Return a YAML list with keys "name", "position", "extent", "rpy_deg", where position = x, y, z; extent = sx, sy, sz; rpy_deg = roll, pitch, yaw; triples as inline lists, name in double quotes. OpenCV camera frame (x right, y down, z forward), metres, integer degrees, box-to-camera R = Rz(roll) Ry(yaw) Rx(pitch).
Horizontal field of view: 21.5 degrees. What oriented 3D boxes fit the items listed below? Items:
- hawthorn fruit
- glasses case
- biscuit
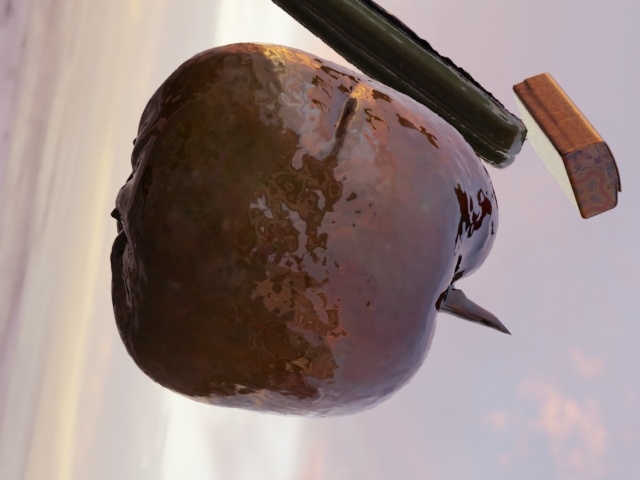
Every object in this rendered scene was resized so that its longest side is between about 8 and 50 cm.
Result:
- name: "hawthorn fruit"
  position: [0.000, 0.000, 1.208]
  extent: [0.268, 0.300, 0.268]
  rpy_deg: [-159, -90, -84]
- name: "glasses case"
  position: [0.251, -0.102, 1.721]
  extent: [0.218, 0.049, 0.075]
  rpy_deg: [-107, 175, -66]
- name: "biscuit"
  position: [0.072, -0.183, 1.713]
  extent: [0.038, 0.322, 0.099]
  rpy_deg: [-51, 174, -23]
